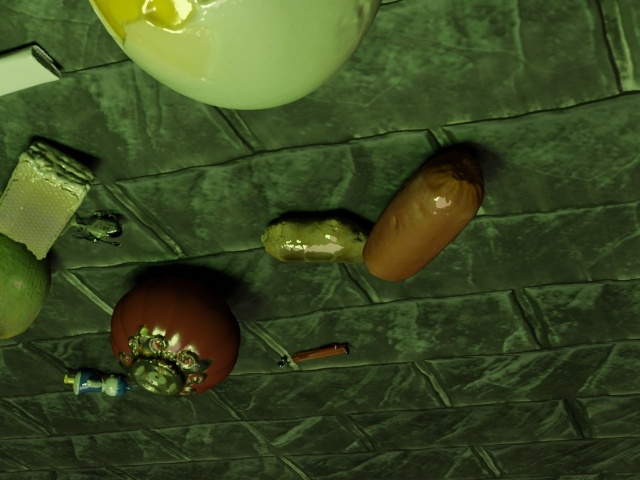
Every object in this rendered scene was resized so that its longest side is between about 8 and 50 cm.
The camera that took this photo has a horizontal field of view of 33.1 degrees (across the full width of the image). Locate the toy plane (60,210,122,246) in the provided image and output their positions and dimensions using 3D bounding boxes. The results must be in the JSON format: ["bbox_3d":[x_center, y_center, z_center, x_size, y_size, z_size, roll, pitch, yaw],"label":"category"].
[{"bbox_3d":[-0.353,-0.019,1.683,0.120,0.049,0.031,12,155,23],"label":"toy plane"}]

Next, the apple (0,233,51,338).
[{"bbox_3d":[-0.530,0.052,1.704,0.120,0.193,0.265,-30,134,31],"label":"apple"}]

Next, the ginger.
[{"bbox_3d":[0.000,-0.001,1.643,0.190,0.069,0.095,1,173,6],"label":"ginger"}]

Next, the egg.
[{"bbox_3d":[-0.074,-0.263,0.972,0.282,0.283,0.345,1,156,6],"label":"egg"}]

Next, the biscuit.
[{"bbox_3d":[-0.418,-0.059,1.593,0.108,0.062,0.239,31,143,-14],"label":"biscuit"}]

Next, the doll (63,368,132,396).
[{"bbox_3d":[-0.467,0.301,2.261,0.142,0.058,0.099,9,172,-9],"label":"doll"}]

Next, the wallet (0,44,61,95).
[{"bbox_3d":[-0.393,-0.212,1.366,0.122,0.025,0.061,-11,145,25],"label":"wallet"}]

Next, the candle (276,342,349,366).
[{"bbox_3d":[-0.017,0.221,2.090,0.167,0.021,0.026,-15,119,33],"label":"candle"}]

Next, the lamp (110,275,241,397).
[{"bbox_3d":[-0.244,0.157,1.827,0.226,0.227,0.227,4,151,2],"label":"lamp"}]

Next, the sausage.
[{"bbox_3d":[0.147,-0.034,1.518,0.113,0.114,0.259,13,151,-15],"label":"sausage"}]
